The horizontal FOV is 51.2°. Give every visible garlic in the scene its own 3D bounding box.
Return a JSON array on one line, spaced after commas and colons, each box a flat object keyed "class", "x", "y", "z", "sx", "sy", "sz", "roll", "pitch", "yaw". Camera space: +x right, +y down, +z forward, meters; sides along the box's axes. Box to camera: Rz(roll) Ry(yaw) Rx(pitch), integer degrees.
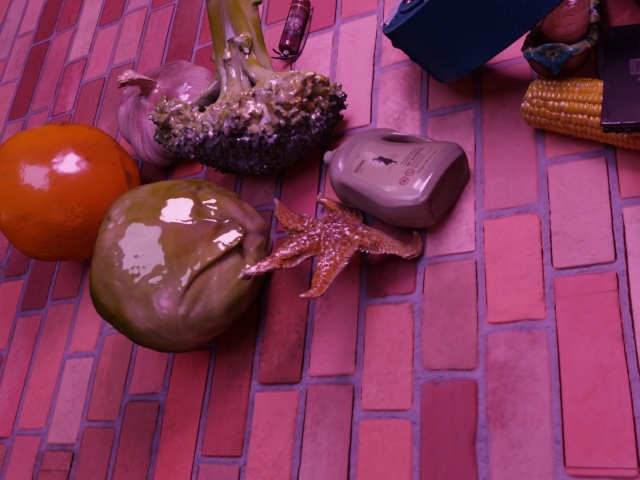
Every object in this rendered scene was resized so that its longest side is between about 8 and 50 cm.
[{"class": "garlic", "x": -0.350, "y": -0.295, "z": 1.422, "sx": 0.245, "sy": 0.253, "sz": 0.244, "roll": -8, "pitch": 70, "yaw": 22}]

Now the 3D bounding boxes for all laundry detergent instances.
[{"class": "laundry detergent", "x": 0.110, "y": -0.119, "z": 1.138, "sx": 0.253, "sy": 0.091, "sz": 0.181, "roll": 20, "pitch": 63, "yaw": 38}]

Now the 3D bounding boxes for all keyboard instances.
[{"class": "keyboard", "x": 0.451, "y": -0.234, "z": 0.933, "sx": 0.106, "sy": 0.027, "sz": 0.317, "roll": 2, "pitch": 38, "yaw": 25}]

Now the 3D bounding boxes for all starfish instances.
[{"class": "starfish", "x": 0.000, "y": -0.004, "z": 1.084, "sx": 0.299, "sy": 0.060, "sz": 0.302, "roll": 17, "pitch": 33, "yaw": 23}]

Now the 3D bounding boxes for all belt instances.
[{"class": "belt", "x": 0.278, "y": -0.433, "z": 1.044, "sx": 0.437, "sy": 0.173, "sz": 0.300, "roll": -26, "pitch": 32, "yaw": 53}]

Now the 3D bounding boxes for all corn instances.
[{"class": "corn", "x": 0.422, "y": -0.190, "z": 0.985, "sx": 0.244, "sy": 0.093, "sz": 0.093, "roll": 20, "pitch": 78, "yaw": 37}]

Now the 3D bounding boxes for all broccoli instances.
[{"class": "broccoli", "x": -0.113, "y": -0.312, "z": 1.252, "sx": 0.353, "sy": 0.275, "sz": 0.396, "roll": 21, "pitch": 87, "yaw": -7}]

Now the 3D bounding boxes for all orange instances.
[{"class": "orange", "x": -0.533, "y": -0.101, "z": 1.404, "sx": 0.312, "sy": 0.312, "sz": 0.311, "roll": -14, "pitch": 60, "yaw": 26}]

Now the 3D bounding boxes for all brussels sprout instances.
[{"class": "brussels sprout", "x": -0.254, "y": 0.038, "z": 1.185, "sx": 0.328, "sy": 0.247, "sz": 0.327, "roll": 2, "pitch": 75, "yaw": -9}]

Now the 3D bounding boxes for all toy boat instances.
[{"class": "toy boat", "x": 0.388, "y": -0.353, "z": 1.055, "sx": 0.109, "sy": 0.099, "sz": 0.292, "roll": -1, "pitch": 48, "yaw": 30}]

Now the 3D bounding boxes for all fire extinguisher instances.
[{"class": "fire extinguisher", "x": -0.059, "y": -0.453, "z": 1.447, "sx": 0.064, "sy": 0.043, "sz": 0.158, "roll": 17, "pitch": 72, "yaw": -7}]

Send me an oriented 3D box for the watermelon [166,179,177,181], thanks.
[{"class": "watermelon", "x": -0.318, "y": -0.014, "z": 1.370, "sx": 0.154, "sy": 0.094, "sz": 0.241, "roll": 16, "pitch": 79, "yaw": 44}]
